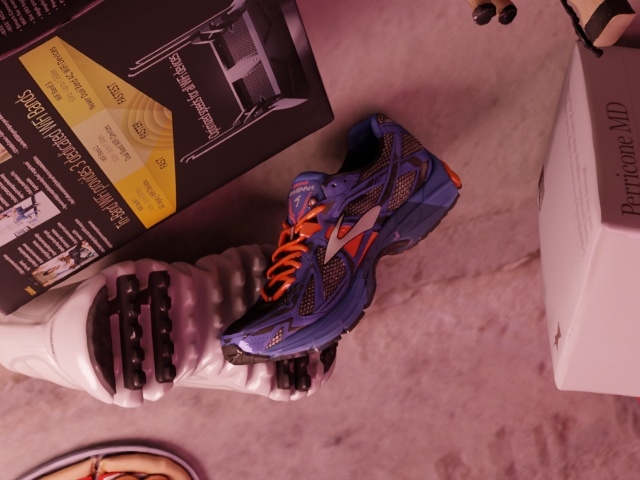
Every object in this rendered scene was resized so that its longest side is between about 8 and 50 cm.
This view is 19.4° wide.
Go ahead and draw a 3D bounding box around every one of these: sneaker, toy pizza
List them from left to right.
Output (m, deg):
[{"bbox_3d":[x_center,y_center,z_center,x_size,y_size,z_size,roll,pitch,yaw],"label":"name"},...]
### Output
[{"bbox_3d":[-0.179,0.234,1.429,0.201,0.032,0.201,-17,136,-17],"label":"toy pizza"},{"bbox_3d":[-0.095,0.058,1.271,0.118,0.110,0.292,-5,174,37],"label":"sneaker"},{"bbox_3d":[0.000,0.000,1.241,0.087,0.083,0.221,53,55,-18],"label":"sneaker"}]

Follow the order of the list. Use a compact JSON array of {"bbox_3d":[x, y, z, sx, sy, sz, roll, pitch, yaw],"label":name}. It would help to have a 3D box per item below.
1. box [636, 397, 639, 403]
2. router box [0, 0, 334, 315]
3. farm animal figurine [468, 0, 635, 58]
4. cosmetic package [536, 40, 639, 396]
[{"bbox_3d":[0.368,0.138,1.527,0.148,0.232,0.127,-29,140,-5],"label":"box"},{"bbox_3d":[-0.129,-0.086,1.031,0.243,0.081,0.309,-31,163,-3],"label":"router box"},{"bbox_3d":[0.230,-0.261,1.123,0.330,0.172,0.327,5,139,-45],"label":"farm animal figurine"},{"bbox_3d":[0.352,0.000,1.298,0.385,0.217,0.156,6,131,-6],"label":"cosmetic package"}]
